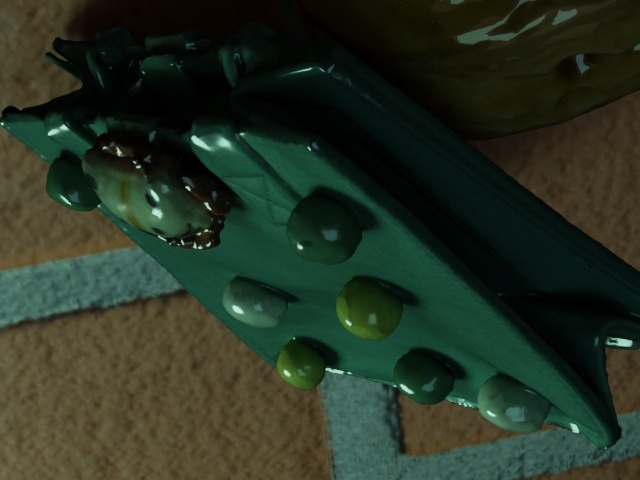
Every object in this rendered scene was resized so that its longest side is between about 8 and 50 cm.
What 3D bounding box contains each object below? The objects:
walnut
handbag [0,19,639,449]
[{"bbox_3d":[0.091,-0.147,0.690,0.222,0.195,0.195,-14,130,-1],"label":"walnut"},{"bbox_3d":[-0.001,0.005,0.746,0.274,0.269,0.100,37,74,-37],"label":"handbag"}]
